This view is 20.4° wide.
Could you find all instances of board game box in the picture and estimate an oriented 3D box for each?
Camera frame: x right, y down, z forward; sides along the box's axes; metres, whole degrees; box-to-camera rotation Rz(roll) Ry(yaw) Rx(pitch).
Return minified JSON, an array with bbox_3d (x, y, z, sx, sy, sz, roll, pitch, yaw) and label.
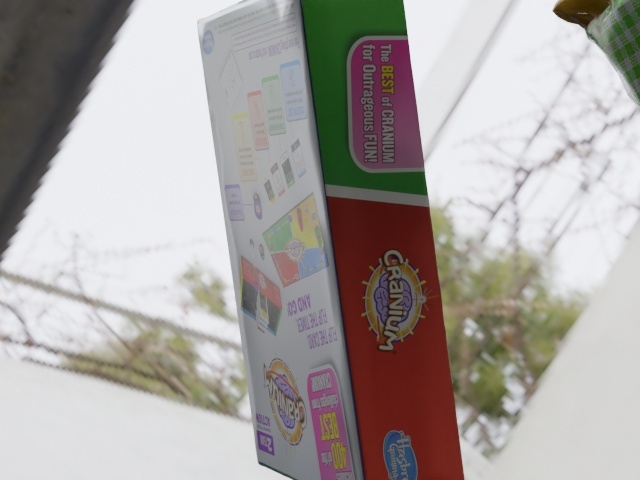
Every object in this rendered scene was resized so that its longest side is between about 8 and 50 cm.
[{"bbox_3d":[0.000,0.000,1.133,0.064,0.242,0.316,-9,-86,-18],"label":"board game box"}]

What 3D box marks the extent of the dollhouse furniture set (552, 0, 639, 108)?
[{"bbox_3d":[0.161,-0.060,0.321,0.301,0.197,0.151,-31,-16,35],"label":"dollhouse furniture set"}]
